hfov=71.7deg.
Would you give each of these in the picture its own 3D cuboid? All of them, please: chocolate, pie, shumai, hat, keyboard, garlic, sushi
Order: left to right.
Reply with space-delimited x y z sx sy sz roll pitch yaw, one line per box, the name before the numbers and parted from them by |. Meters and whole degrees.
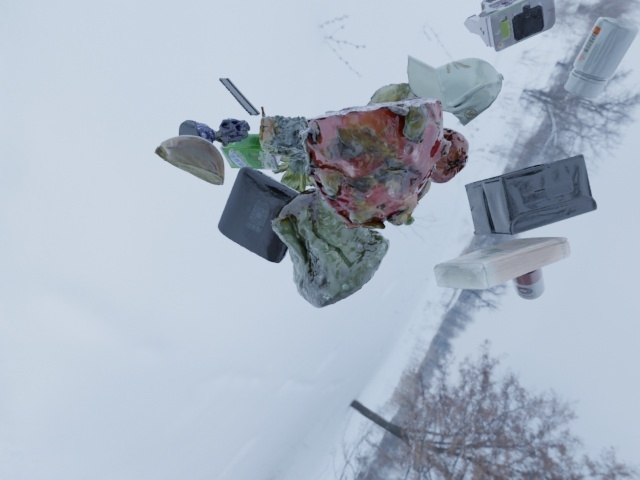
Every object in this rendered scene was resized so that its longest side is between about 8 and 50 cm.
garlic | -0.342 -0.235 1.216 0.087 0.196 0.101 -31 -141 49
chocolate | -0.430 -0.454 1.894 0.343 0.148 0.126 -23 156 -47
keyboard | -0.370 -0.650 2.009 0.023 0.231 0.072 -44 176 31
sushi | -0.108 -0.385 1.674 0.274 0.184 0.139 1 90 -62
shumai | 0.000 0.000 1.434 0.324 0.323 0.397 -43 -162 -17
pie | 0.223 -0.391 1.521 0.338 0.075 0.337 -36 150 -24
hat | 0.417 -0.531 1.417 0.257 0.302 0.168 -80 -163 -47

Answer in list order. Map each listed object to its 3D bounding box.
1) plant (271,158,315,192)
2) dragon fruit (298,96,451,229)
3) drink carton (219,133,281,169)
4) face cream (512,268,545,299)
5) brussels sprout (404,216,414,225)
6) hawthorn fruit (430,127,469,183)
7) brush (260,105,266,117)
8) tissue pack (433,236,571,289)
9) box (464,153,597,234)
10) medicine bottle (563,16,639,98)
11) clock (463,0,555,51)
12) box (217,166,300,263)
plant | -0.084 -0.414 2.380 0.261 0.305 0.297 14 141 -34
dragon fruit | 0.125 -0.151 0.930 0.314 0.297 0.262 -44 128 -62
drink carton | -0.329 -0.429 2.135 0.161 0.271 0.108 69 29 -56
face cream | 0.666 0.110 1.432 0.095 0.096 0.214 -59 142 -12
brussels sprout | 0.387 -0.097 2.019 0.046 0.083 0.050 25 93 -53
hawthorn fruit | 0.429 -0.335 1.717 0.212 0.299 0.211 -8 110 -24
brush | -0.266 -0.588 2.069 0.083 0.019 0.021 84 3 -47
tissue pack | 0.465 0.054 1.132 0.326 0.170 0.071 -13 92 -30
box | 0.751 -0.159 1.619 0.251 0.346 0.204 -173 -112 -79
medicine bottle | 0.997 -0.650 1.586 0.144 0.145 0.252 -43 153 -47
clock | 0.719 -0.869 1.730 0.309 0.235 0.166 -103 169 -56
box | -0.214 -0.094 1.635 0.288 0.290 0.073 -65 170 16
